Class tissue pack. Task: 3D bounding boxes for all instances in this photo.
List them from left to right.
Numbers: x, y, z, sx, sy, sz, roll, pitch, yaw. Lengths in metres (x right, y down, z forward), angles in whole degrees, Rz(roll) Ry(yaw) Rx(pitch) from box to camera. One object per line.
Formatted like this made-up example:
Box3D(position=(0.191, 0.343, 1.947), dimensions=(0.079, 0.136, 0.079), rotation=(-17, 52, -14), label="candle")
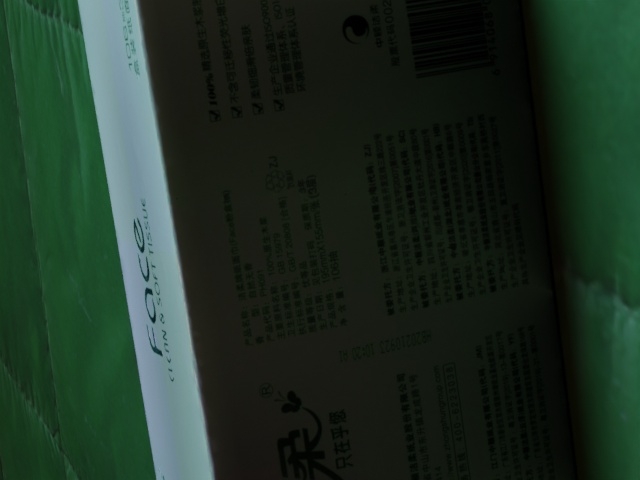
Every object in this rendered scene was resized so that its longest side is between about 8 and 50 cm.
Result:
Box3D(position=(0.000, 0.000, 0.620), dimensions=(0.092, 0.148, 0.246), rotation=(-167, 68, -68), label="tissue pack")
